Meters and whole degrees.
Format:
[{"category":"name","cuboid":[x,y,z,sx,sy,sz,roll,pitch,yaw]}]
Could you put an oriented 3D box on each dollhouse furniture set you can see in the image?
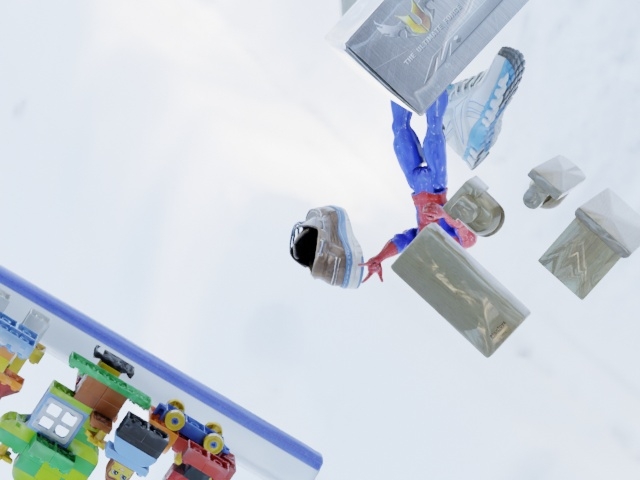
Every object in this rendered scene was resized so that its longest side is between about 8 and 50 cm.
[{"category":"dollhouse furniture set","cuboid":[0.175,0.006,1.570,0.151,0.144,0.123,-50,-9,21]}]

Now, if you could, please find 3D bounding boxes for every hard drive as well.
[{"category":"hard drive","cuboid":[-0.161,0.097,1.445,0.040,0.318,0.210,-59,12,-7]}]

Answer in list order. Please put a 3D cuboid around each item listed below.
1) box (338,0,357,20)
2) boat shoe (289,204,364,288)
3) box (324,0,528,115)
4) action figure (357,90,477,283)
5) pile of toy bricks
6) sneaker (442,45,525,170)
[{"category":"box","cuboid":[0.062,-0.349,2.090,0.113,0.094,0.275,-97,3,-88]},{"category":"boat shoe","cuboid":[0.000,0.000,2.125,0.183,0.066,0.066,-125,44,-68]},{"category":"box","cuboid":[0.102,-0.172,0.986,0.231,0.056,0.183,-47,7,4]},{"category":"action figure","cuboid":[0.094,-0.064,1.932,0.091,0.139,0.280,-3,110,33]},{"category":"pile of toy bricks","cuboid":[-0.165,0.133,1.211,0.105,0.212,0.118,-56,10,9]},{"category":"sneaker","cuboid":[0.170,-0.159,2.064,0.071,0.083,0.191,-48,-13,-35]}]
